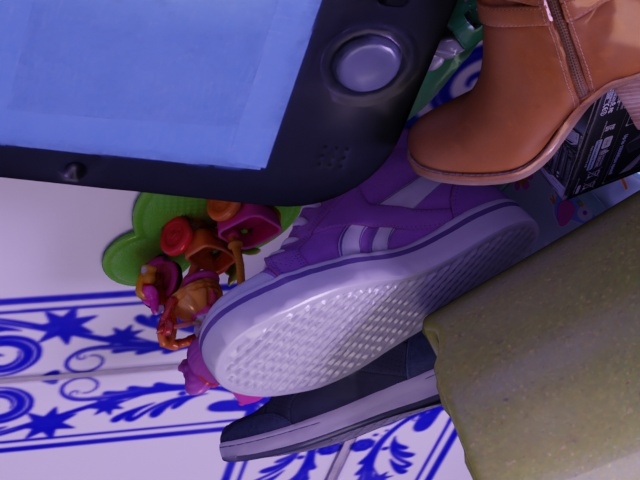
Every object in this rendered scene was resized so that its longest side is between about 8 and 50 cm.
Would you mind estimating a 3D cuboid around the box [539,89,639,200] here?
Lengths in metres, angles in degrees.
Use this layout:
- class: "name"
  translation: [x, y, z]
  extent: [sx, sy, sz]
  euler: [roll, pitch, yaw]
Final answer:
- class: "box"
  translation: [0.261, -0.179, 0.951]
  extent: [0.242, 0.076, 0.307]
  euler: [-21, 149, -20]

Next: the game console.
- class: "game console"
  translation: [-0.105, -0.162, 0.832]
  extent: [0.387, 0.060, 0.342]
  euler: [5, 138, -19]

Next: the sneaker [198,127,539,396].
- class: "sneaker"
  translation: [0.000, 0.001, 1.044]
  extent: [0.282, 0.161, 0.102]
  euler: [-20, 146, -42]

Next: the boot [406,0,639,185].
- class: "boot"
  translation: [0.109, -0.116, 0.867]
  extent: [0.197, 0.073, 0.152]
  euler: [-18, 131, 26]

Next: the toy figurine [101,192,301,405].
- class: "toy figurine"
  translation: [-0.074, 0.047, 1.103]
  extent: [0.173, 0.159, 0.130]
  euler: [-32, 143, 23]

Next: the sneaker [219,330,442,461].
- class: "sneaker"
  translation: [0.009, 0.069, 1.171]
  extent: [0.226, 0.163, 0.086]
  euler: [-22, 170, 13]

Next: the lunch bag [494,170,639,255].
- class: "lunch bag"
  translation: [0.201, 0.051, 1.223]
  extent: [0.262, 0.160, 0.223]
  euler: [38, 125, -12]

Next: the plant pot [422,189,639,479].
- class: "plant pot"
  translation: [0.213, 0.084, 0.998]
  extent: [0.254, 0.276, 0.276]
  euler: [-23, 145, 7]

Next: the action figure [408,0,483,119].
- class: "action figure"
  translation: [0.098, -0.154, 0.983]
  extent: [0.232, 0.063, 0.137]
  euler: [-32, 140, 16]
